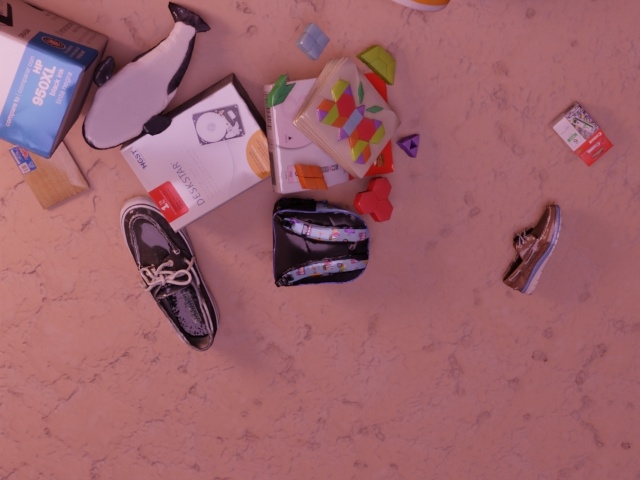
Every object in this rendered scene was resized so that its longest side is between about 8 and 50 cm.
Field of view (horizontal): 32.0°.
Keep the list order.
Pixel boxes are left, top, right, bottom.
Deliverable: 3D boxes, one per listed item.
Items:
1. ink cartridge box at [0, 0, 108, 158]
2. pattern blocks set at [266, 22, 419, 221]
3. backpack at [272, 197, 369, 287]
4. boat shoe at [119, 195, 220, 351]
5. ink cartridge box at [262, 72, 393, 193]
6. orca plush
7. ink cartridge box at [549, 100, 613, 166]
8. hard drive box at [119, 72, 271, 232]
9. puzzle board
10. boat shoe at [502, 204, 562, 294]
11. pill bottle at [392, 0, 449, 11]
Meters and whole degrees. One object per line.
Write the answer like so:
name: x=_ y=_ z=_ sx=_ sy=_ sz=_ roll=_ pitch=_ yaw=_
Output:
ink cartridge box: x=-0.564 y=-0.308 z=1.772 sx=0.394 sy=0.285 sz=0.166 roll=22 pitch=107 yaw=-11
pattern blocks set: x=0.050 y=-0.205 z=1.910 sx=0.324 sy=0.026 sz=0.286 roll=29 pitch=79 yaw=-35
backpack: x=0.000 y=0.000 z=2.016 sx=0.173 sy=0.117 sz=0.158 roll=-1 pitch=110 yaw=-1
boat shoe: x=-0.277 y=0.067 z=2.035 sx=0.113 sy=0.105 sz=0.306 roll=-19 pitch=110 yaw=4
ink cartridge box: x=0.022 y=-0.189 z=1.927 sx=0.232 sy=0.066 sz=0.189 roll=-9 pitch=102 yaw=-15
orca plush: x=-0.312 y=-0.275 z=1.903 sx=0.151 sy=0.102 sz=0.287 roll=26 pitch=83 yaw=-22
ink cartridge box: x=0.474 y=-0.188 z=2.013 sx=0.063 sy=0.029 sz=0.115 roll=-42 pitch=106 yaw=12
hard drive box: x=-0.203 y=-0.154 z=1.965 sx=0.232 sy=0.089 sz=0.181 roll=-31 pitch=108 yaw=9
puzzle board: x=-0.487 y=-0.130 z=2.003 sx=0.096 sy=0.011 sz=0.128 roll=-24 pitch=109 yaw=8
boat shoe: x=0.390 y=0.014 z=2.065 sx=0.066 sy=0.066 sz=0.183 roll=15 pitch=109 yaw=-7
pill bottle: x=0.186 y=-0.517 z=1.777 sx=0.152 sy=0.152 sz=0.272 roll=18 pitch=125 yaw=-9
